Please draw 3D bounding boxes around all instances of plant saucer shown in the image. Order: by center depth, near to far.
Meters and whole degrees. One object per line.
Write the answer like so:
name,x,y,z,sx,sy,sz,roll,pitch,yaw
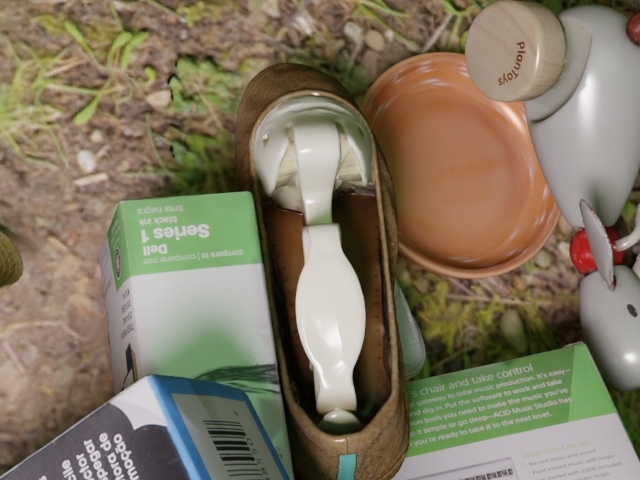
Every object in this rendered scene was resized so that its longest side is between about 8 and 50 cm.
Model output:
plant saucer,0.114,-0.062,0.908,0.199,0.037,0.200,6,73,-19

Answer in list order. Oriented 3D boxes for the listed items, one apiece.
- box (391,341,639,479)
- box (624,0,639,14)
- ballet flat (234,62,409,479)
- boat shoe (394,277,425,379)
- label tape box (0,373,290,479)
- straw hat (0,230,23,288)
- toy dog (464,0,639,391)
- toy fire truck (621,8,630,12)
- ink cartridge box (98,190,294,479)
box,0.116,0.219,0.694,0.232,0.059,0.322,-12,43,-1
box,0.354,-0.134,0.893,0.094,0.113,0.275,-25,82,4
ballet flat,0.000,0.000,0.732,0.116,0.124,0.343,-4,67,-1
boat shoe,0.029,0.027,0.839,0.066,0.063,0.184,-25,84,-23
label tape box,-0.144,0.269,0.564,0.347,0.115,0.249,-34,68,11
straw hat,-0.283,0.018,0.729,0.144,0.144,0.061,27,107,-11
toy dog,0.252,-0.062,0.850,0.220,0.161,0.334,-34,98,-35
toy fire truck,0.362,-0.178,0.975,0.192,0.047,0.135,30,89,8
ink cartridge box,-0.089,0.094,0.727,0.092,0.160,0.220,-5,77,-18
